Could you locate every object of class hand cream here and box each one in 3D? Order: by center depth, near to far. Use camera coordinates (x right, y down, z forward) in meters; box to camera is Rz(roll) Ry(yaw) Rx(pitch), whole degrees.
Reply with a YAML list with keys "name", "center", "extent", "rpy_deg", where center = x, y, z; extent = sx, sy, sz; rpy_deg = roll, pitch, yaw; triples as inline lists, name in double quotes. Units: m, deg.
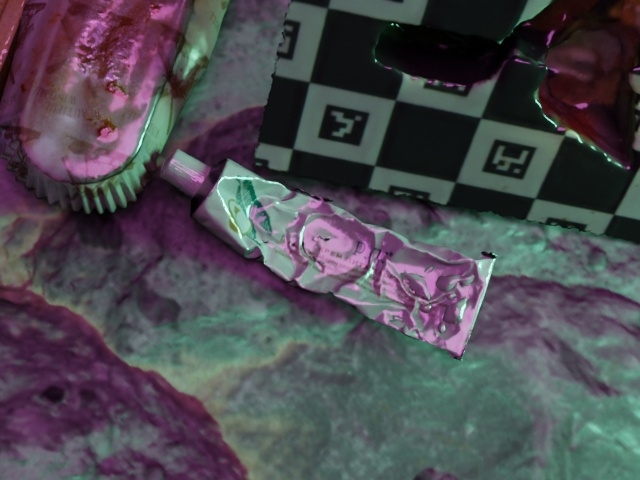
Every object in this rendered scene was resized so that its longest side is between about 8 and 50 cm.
- name: "hand cream"
  center: [0.000, 0.001, 0.825]
  extent: [0.257, 0.050, 0.084]
  rpy_deg: [24, 75, 0]

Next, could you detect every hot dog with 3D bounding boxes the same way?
- name: "hot dog"
  center: [-0.155, -0.150, 0.848]
  extent: [0.144, 0.075, 0.267]
  rpy_deg: [19, 75, 7]

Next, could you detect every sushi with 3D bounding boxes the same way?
- name: "sushi"
  center: [0.159, -0.159, 0.755]
  extent: [0.359, 0.343, 0.064]
  rpy_deg: [11, 44, -6]

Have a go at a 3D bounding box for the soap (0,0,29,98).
- name: "soap"
  center: [-0.286, -0.122, 0.847]
  extent: [0.092, 0.037, 0.252]
  rpy_deg: [16, 72, 2]
